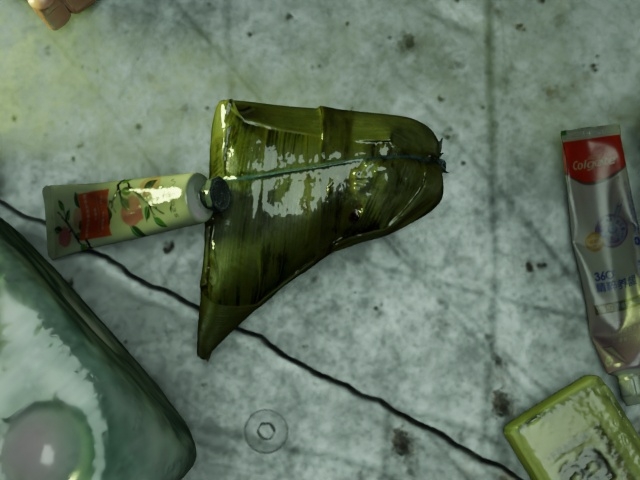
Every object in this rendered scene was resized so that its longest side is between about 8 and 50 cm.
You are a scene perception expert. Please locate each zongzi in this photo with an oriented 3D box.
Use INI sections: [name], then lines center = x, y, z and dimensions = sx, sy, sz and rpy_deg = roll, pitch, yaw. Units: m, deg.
[zongzi]
center = 0.000, 0.000, 1.524
dimensions = 0.251, 0.125, 0.274
rpy_deg = 6, 88, 7

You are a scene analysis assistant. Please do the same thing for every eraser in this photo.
[eraser]
center = 0.284, 0.240, 1.541
dimensions = 0.117, 0.058, 0.172
rpy_deg = -31, 86, -4

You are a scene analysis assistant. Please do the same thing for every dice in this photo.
[dice]
center = -0.342, 0.193, 1.394
dimensions = 0.348, 0.330, 0.328
rpy_deg = -40, 86, -6

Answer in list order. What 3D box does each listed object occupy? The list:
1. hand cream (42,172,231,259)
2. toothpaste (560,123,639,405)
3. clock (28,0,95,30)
[hand cream]
center = -0.196, -0.033, 1.515
dimensions = 0.234, 0.050, 0.080
rpy_deg = -8, 83, 32
[toothpaste]
center = 0.310, 0.025, 1.569
dimensions = 0.075, 0.048, 0.301
rpy_deg = -10, 83, 2
[clock]
center = -0.290, -0.326, 1.568
dimensions = 0.166, 0.093, 0.162
rpy_deg = -43, 78, -4
